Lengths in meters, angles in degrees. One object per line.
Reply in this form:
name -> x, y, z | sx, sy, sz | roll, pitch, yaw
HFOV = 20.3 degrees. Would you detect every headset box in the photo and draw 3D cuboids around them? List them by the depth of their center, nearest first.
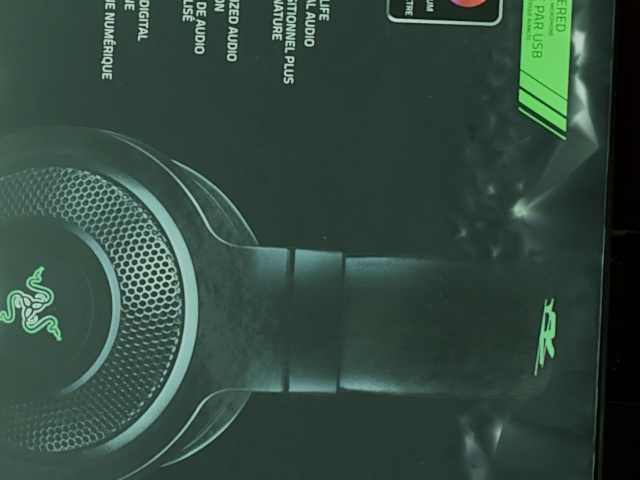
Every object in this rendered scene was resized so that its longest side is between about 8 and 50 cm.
headset box -> -0.036, 0.020, 0.577 | 0.283, 0.131, 0.246 | 3, 90, 1
